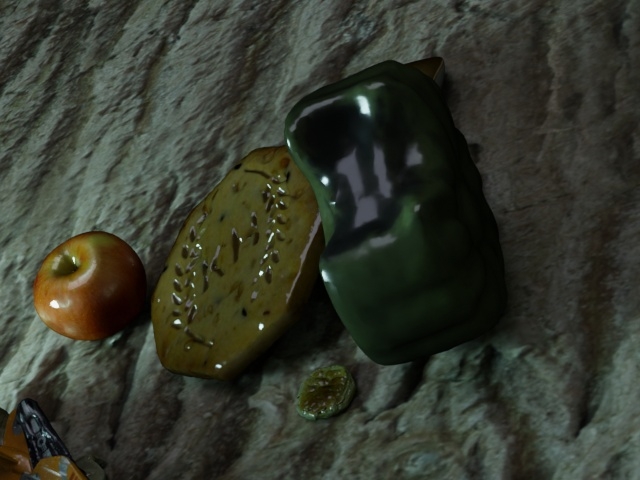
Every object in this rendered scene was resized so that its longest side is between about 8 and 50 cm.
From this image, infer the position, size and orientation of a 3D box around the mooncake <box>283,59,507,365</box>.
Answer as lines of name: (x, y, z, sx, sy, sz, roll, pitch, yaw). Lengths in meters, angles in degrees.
mooncake: (0.099, -0.029, 1.830, 0.187, 0.351, 0.351, -21, 34, 11)

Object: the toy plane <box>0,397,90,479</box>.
toy plane: (-0.300, 0.324, 1.871, 0.316, 0.103, 0.204, 18, 78, 29)

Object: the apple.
apple: (-0.325, 0.069, 2.216, 0.163, 0.139, 0.163, -14, 49, 17)

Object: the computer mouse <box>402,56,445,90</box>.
computer mouse: (0.094, -0.169, 2.248, 0.158, 0.072, 0.310, -12, 38, 30)

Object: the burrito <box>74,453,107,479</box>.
burrito: (-0.376, 0.339, 1.976, 0.229, 0.063, 0.058, -24, -7, -2)

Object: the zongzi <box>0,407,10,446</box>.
zongzi: (-0.417, 0.255, 2.097, 0.160, 0.078, 0.176, -11, 34, 20)

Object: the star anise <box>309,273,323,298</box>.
star anise: (-0.006, 0.004, 2.077, 0.220, 0.099, 0.214, -42, 25, -16)

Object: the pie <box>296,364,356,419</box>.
pie: (0.006, 0.185, 1.897, 0.084, 0.020, 0.084, -21, 35, 16)

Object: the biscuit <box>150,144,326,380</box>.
biscuit: (-0.108, 0.025, 2.061, 0.359, 0.046, 0.359, -35, 38, 33)
